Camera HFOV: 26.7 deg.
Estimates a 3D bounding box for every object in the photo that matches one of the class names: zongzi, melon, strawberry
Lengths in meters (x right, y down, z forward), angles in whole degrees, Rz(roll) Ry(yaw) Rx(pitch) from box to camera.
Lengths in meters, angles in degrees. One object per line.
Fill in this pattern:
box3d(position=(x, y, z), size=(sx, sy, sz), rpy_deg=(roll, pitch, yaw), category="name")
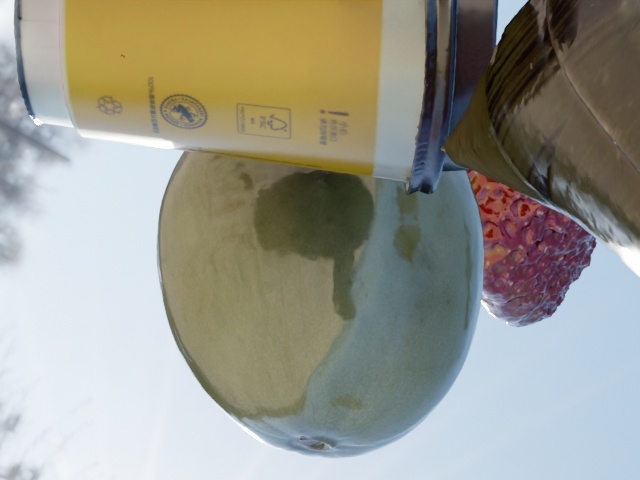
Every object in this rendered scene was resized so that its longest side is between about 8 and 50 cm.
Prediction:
box3d(position=(0.160, 0.000, 0.565), size=(0.300, 0.145, 0.273), rpy_deg=(-50, -128, 56), category="zongzi")
box3d(position=(0.003, 0.013, 1.044), size=(0.272, 0.272, 0.308), rpy_deg=(-45, -122, 28), category="melon")
box3d(position=(0.233, -0.053, 1.628), size=(0.267, 0.351, 0.312), rpy_deg=(12, -142, 30), category="strawberry")

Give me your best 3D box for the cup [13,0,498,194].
box3d(position=(-0.030, -0.128, 0.807), size=(0.196, 0.280, 0.196), rpy_deg=(3, 90, -88), category="cup")
